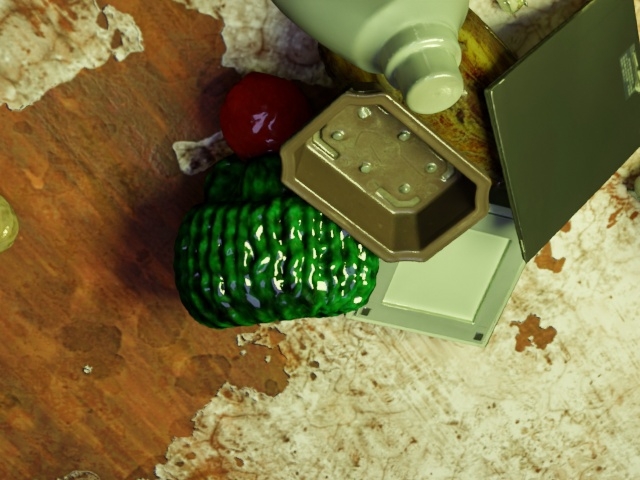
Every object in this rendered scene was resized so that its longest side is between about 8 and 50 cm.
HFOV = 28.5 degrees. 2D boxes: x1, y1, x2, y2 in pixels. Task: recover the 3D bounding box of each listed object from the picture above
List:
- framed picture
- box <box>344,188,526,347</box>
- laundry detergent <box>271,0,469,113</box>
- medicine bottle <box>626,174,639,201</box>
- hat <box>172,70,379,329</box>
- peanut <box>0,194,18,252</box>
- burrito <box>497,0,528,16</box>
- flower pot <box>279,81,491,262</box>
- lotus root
[{"bbox_3d":[0.335,-0.165,1.647,0.339,0.014,0.255,-41,127,-33],"label":"framed picture"},{"bbox_3d":[0.166,0.016,1.780,0.225,0.117,0.225,13,116,-17],"label":"box"},{"bbox_3d":[0.053,-0.304,1.420,0.264,0.397,0.124,-16,148,-2],"label":"laundry detergent"},{"bbox_3d":[0.637,-0.103,1.742,0.379,0.213,0.213,-38,118,12],"label":"medicine bottle"},{"bbox_3d":[-0.063,-0.055,1.666,0.274,0.242,0.332,-5,89,14],"label":"hat"},{"bbox_3d":[-0.499,-0.048,1.636,0.226,0.108,0.095,29,115,-21],"label":"peanut"},{"bbox_3d":[0.220,-0.373,1.621,0.045,0.041,0.185,-46,125,-32],"label":"burrito"},{"bbox_3d":[0.079,-0.094,1.532,0.251,0.084,0.179,37,121,-25],"label":"flower pot"},{"bbox_3d":[0.142,-0.200,1.612,0.196,0.179,0.397,-22,128,39],"label":"lotus root"}]
